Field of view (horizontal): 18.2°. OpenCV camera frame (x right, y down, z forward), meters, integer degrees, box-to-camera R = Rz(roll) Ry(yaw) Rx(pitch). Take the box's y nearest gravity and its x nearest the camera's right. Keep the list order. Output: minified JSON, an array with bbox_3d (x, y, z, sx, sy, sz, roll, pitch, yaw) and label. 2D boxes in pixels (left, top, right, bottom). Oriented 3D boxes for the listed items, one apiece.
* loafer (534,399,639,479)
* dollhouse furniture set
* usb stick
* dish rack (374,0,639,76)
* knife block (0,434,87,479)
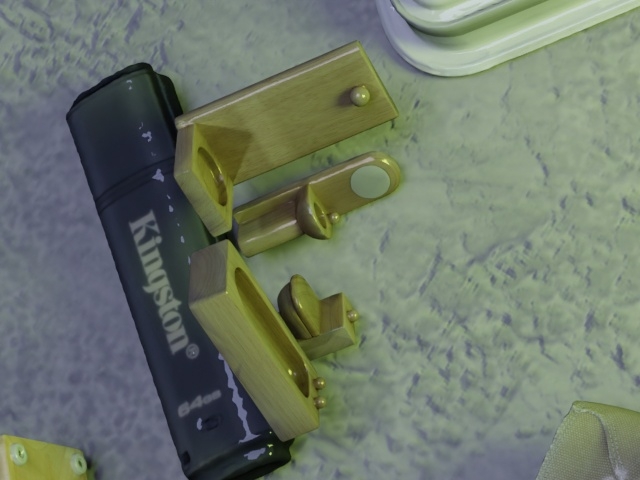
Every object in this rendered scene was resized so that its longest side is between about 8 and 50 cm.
[{"bbox_3d":[0.109,0.200,1.099,0.092,0.102,0.268,37,83,26],"label":"loafer"},{"bbox_3d":[0.000,0.000,1.161,0.123,0.144,0.151,-22,34,15],"label":"dollhouse furniture set"},{"bbox_3d":[-0.089,0.020,1.245,0.077,0.045,0.278,-25,70,14],"label":"usb stick"},{"bbox_3d":[0.126,-0.294,1.223,0.285,0.072,0.333,-22,69,16],"label":"dish rack"},{"bbox_3d":[-0.256,0.219,1.235,0.242,0.088,0.276,-21,69,23],"label":"knife block"}]
